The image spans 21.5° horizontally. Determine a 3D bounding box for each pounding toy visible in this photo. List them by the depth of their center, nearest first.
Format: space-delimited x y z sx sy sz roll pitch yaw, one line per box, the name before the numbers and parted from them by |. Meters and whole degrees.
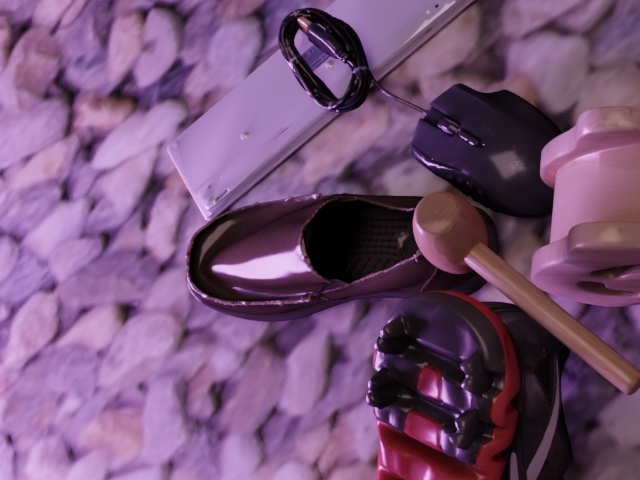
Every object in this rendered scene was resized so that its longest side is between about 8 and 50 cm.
pounding toy | 0.190 0.020 0.918 0.269 0.154 0.155 4 76 12

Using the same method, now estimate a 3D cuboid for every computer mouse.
computer mouse | 0.059 -0.088 1.068 0.242 0.041 0.071 32 95 29

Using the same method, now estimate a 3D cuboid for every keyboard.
keyboard | 0.002 -0.117 1.141 0.256 0.014 0.072 -39 54 14

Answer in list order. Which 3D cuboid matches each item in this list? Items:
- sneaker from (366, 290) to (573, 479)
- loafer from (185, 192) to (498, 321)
sneaker | 0.077 0.154 0.963 0.097 0.135 0.276 26 113 36
loafer | 0.000 0.000 1.064 0.220 0.078 0.080 -8 71 28
